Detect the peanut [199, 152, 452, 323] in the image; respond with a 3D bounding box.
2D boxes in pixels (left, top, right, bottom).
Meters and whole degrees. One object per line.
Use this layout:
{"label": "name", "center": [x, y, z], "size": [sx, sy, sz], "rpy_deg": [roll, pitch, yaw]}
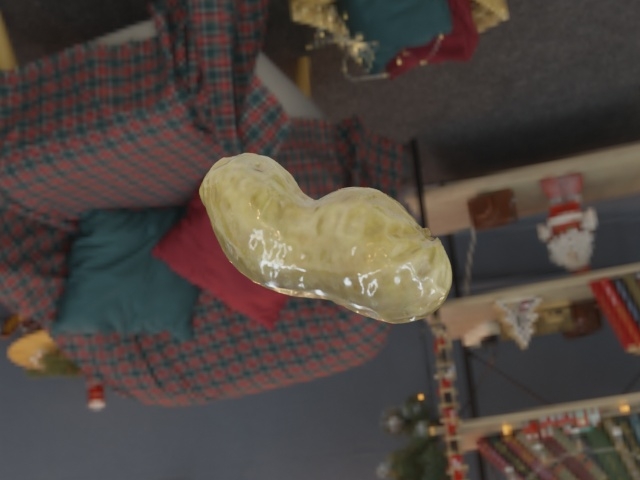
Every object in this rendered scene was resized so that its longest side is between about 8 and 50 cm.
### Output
{"label": "peanut", "center": [0.000, 0.000, 0.974], "size": [0.229, 0.103, 0.098], "rpy_deg": [17, 160, 14]}
